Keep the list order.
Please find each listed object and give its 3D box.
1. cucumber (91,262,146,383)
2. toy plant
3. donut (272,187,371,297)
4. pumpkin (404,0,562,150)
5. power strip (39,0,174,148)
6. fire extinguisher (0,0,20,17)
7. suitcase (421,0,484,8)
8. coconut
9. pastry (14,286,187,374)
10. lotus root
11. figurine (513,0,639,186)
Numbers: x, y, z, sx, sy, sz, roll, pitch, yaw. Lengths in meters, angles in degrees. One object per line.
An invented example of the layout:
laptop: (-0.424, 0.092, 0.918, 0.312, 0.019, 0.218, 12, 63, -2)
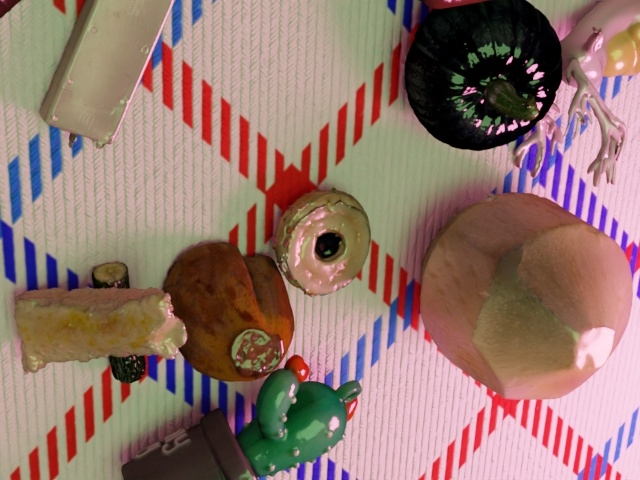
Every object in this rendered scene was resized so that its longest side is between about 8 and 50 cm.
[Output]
cucumber: (-0.298, 0.126, 1.689, 0.058, 0.058, 0.187, -17, 119, -20)
toy plant: (-0.108, 0.330, 1.802, 0.400, 0.185, 0.279, -25, 126, -9)
donut: (0.000, 0.000, 1.776, 0.175, 0.068, 0.174, -10, 111, -28)
pumpkin: (0.254, -0.242, 1.697, 0.248, 0.248, 0.247, -11, 117, -23)
power strip: (-0.268, -0.290, 1.522, 0.106, 0.043, 0.367, 19, 102, -32)
fire extinguisher: (-0.372, -0.374, 1.383, 0.337, 0.114, 0.135, -44, 140, -3)
suitcase: (0.222, -0.485, 1.578, 0.236, 0.161, 0.297, -14, 135, -18)
coconut: (0.341, 0.094, 1.841, 0.353, 0.352, 0.352, -11, 117, -23)
pastry: (-0.310, 0.115, 1.603, 0.259, 0.089, 0.121, -8, 121, 11)
lotus root: (-0.123, 0.116, 1.707, 0.188, 0.180, 0.199, -18, 119, -16)
figurine: (0.466, -0.247, 1.840, 0.316, 0.206, 0.284, -15, 108, -16)
